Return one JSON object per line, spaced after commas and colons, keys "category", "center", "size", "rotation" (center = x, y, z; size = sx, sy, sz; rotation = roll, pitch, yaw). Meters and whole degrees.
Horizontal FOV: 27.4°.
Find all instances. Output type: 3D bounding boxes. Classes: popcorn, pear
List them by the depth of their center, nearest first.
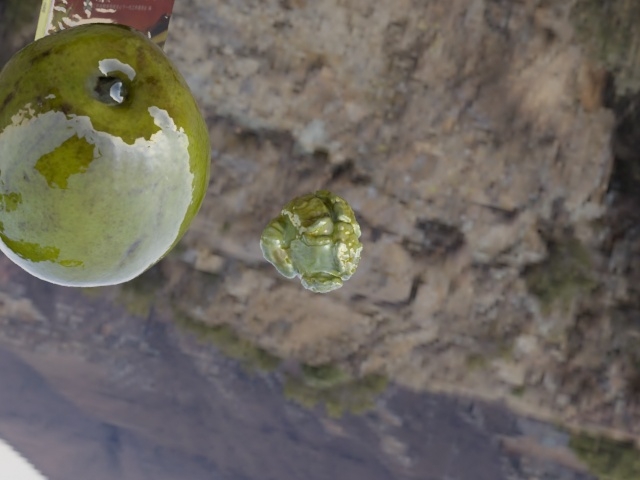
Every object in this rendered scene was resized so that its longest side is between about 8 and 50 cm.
{"category": "pear", "center": [-0.233, -0.083, 1.348], "size": [0.253, 0.253, 0.307], "rotation": [16, 153, -14]}
{"category": "popcorn", "center": [0.000, 0.000, 1.793], "size": [0.162, 0.135, 0.141], "rotation": [23, 180, -35]}

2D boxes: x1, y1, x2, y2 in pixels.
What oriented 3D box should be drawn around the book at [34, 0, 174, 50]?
{"category": "book", "center": [-0.310, -0.251, 1.828], "size": [0.028, 0.374, 0.262], "rotation": [25, -161, 26]}
